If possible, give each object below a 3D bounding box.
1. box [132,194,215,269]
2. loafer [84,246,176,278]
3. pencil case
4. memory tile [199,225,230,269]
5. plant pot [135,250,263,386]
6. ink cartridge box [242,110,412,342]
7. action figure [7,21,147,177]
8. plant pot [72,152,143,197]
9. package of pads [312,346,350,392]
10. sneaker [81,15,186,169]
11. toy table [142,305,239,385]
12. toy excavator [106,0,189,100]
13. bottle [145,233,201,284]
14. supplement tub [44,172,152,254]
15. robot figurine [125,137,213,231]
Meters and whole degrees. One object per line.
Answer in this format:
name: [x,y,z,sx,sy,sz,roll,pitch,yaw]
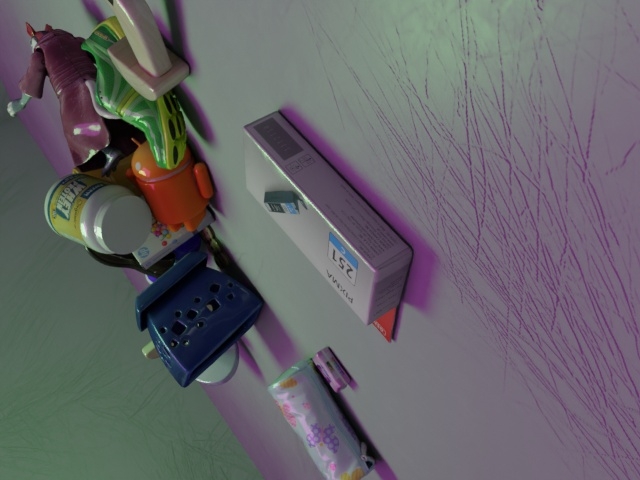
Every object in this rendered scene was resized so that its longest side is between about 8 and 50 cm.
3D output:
box: [-0.349,-0.046,1.640,0.145,0.186,0.038,51,172,22]
loafer: [-0.425,0.018,1.690,0.078,0.220,0.080,-46,41,32]
pencil case: [0.002,0.382,1.547,0.273,0.113,0.124,56,150,5]
memory tile: [-0.261,0.000,1.757,0.148,0.012,0.113,60,160,-3]
plant pot: [-0.295,0.174,1.717,0.212,0.236,0.236,46,158,5]
ink cartridge box: [0.000,0.000,1.070,0.296,0.066,0.261,48,157,27]
action figure: [-0.515,-0.323,1.547,0.370,0.248,0.275,53,159,7]
plant pot: [-0.456,-0.122,1.781,0.205,0.188,0.205,48,158,27]
package of pads: [0.021,0.248,1.424,0.083,0.032,0.050,53,158,15]
sneaker: [-0.341,-0.261,1.378,0.295,0.124,0.109,64,-168,-1]
toy table: [-0.351,0.262,2.064,0.274,0.252,0.161,32,166,35]
toy excavator: [-0.360,-0.448,1.102,0.445,0.222,0.433,50,162,-3]
bottle: [-0.383,0.038,1.868,0.118,0.092,0.283,46,147,1]
supplement tub: [-0.459,-0.054,1.541,0.200,0.144,0.144,17,137,37]
robot figurine: [-0.308,-0.121,1.524,0.158,0.128,0.219,34,148,48]
